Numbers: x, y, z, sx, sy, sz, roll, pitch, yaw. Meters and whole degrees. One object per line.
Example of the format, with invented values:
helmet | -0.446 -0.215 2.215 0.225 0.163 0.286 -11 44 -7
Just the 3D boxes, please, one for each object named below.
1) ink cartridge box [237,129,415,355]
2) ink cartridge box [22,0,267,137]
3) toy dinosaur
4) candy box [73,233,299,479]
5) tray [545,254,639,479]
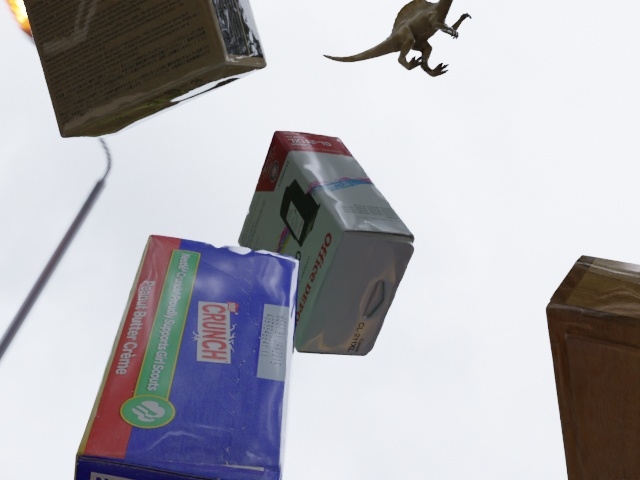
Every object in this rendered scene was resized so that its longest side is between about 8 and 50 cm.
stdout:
ink cartridge box | 0.000 0.000 1.033 0.072 0.175 0.127 6 -60 -27
ink cartridge box | -0.191 -0.233 1.231 0.234 0.088 0.193 -18 -95 32
toy dinosaur | 0.099 -0.218 1.265 0.183 0.093 0.053 -35 -35 16
candy box | -0.094 0.198 0.790 0.122 0.268 0.317 10 -64 -3
tray | 0.294 0.211 0.880 0.202 0.076 0.411 11 -48 34
